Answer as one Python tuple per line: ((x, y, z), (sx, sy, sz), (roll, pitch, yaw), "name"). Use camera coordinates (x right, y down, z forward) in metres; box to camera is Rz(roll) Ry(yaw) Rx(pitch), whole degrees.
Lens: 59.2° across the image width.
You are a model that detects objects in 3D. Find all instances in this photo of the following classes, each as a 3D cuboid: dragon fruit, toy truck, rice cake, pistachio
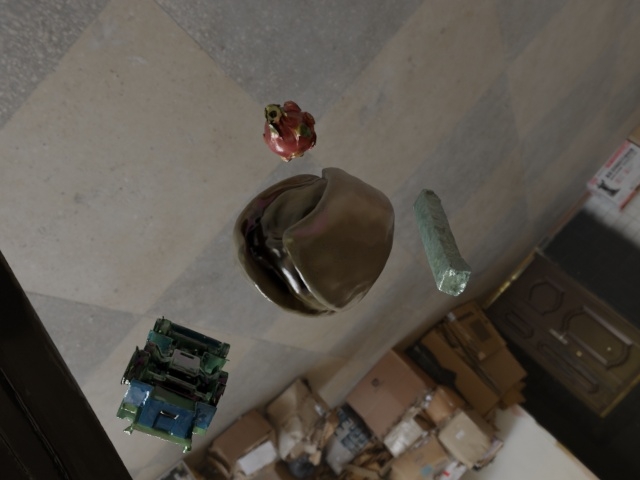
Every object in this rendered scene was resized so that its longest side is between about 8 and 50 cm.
((-0.049, -0.167, 0.851), (0.081, 0.086, 0.116), (-43, 172, 4), "dragon fruit")
((-0.106, 0.110, 0.394), (0.081, 0.067, 0.175), (-66, -169, -2), "toy truck")
((0.087, -0.003, 0.415), (0.121, 0.022, 0.022), (-92, -157, -59), "rice cake")
((0.000, 0.000, 0.576), (0.138, 0.153, 0.238), (-23, 173, 26), "pistachio")

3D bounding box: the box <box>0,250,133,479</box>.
((-0.391, 0.200, 0.549), (0.204, 0.251, 0.345), (-54, 131, -54), "box")
